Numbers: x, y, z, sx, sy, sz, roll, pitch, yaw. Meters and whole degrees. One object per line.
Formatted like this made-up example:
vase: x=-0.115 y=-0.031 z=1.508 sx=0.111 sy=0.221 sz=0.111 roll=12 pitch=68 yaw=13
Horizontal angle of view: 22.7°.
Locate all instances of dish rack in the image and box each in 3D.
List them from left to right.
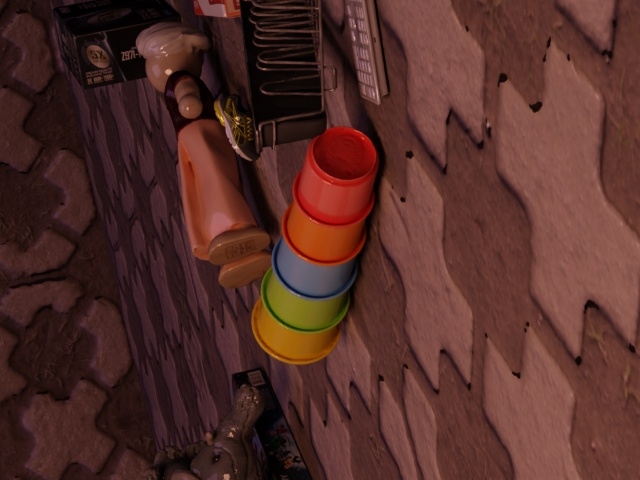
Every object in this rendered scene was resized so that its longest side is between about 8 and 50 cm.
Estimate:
dish rack: x=-0.032 y=-0.236 z=1.353 sx=0.208 sy=0.074 sz=0.271 roll=-101 pitch=8 yaw=-49

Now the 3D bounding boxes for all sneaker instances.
sneaker: x=-0.091 y=-0.130 z=1.833 sx=0.083 sy=0.035 sz=0.031 roll=59 pitch=-158 yaw=-8

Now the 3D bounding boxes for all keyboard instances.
keyboard: x=0.023 y=-0.242 z=1.333 sx=0.072 sy=0.014 sz=0.256 roll=-150 pitch=49 yaw=-71

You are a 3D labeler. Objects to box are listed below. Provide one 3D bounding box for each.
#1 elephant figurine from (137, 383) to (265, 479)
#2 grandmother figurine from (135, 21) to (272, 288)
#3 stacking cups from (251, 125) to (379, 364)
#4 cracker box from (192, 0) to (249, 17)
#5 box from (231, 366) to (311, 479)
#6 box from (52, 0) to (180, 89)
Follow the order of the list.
elephant figurine: x=-0.125 y=0.308 z=1.957 sx=0.186 sy=0.169 sz=0.239 roll=51 pitch=150 yaw=-7
grandmother figurine: x=-0.145 y=-0.124 z=1.904 sx=0.208 sy=0.104 sz=0.342 roll=92 pitch=160 yaw=-61
stacking cups: x=0.000 y=0.000 z=1.506 sx=0.316 sy=0.096 sz=0.096 roll=106 pitch=148 yaw=-55
cracker box: x=-0.105 y=-0.347 z=1.626 sx=0.155 sy=0.067 sz=0.232 roll=-152 pitch=50 yaw=-72
box: x=-0.059 y=0.301 z=2.061 sx=0.233 sy=0.044 sz=0.159 roll=-118 pitch=21 yaw=-46
box: x=-0.277 y=-0.278 z=2.189 sx=0.180 sy=0.147 sz=0.078 roll=-131 pitch=31 yaw=-63
